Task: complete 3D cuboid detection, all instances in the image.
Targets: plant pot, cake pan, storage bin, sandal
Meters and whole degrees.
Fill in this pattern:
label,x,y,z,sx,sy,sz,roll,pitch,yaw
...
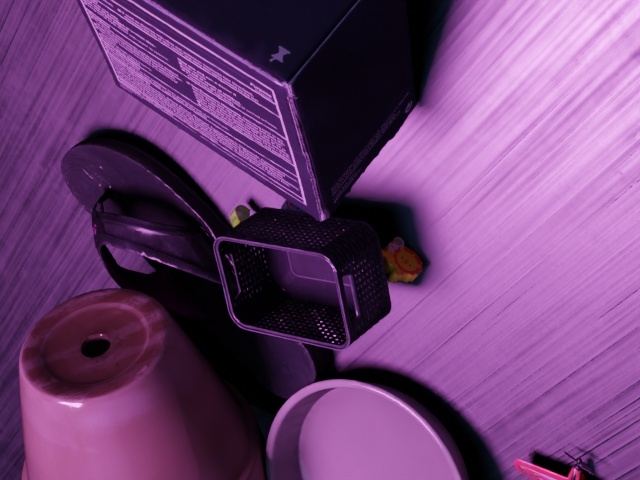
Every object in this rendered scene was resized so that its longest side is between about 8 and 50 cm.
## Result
label,x,y,z,sx,sy,sz,roll,pitch,yaw
plant pot,-0.250,0.222,1.768,0.323,0.323,0.280,19,141,32
cake pan,0.065,0.303,1.749,0.293,0.054,0.293,12,112,31
storage bin,-0.020,0.041,1.581,0.180,0.084,0.122,9,121,38
sandal,-0.177,0.037,1.775,0.446,0.107,0.167,43,139,8

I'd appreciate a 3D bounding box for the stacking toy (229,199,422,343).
label,x,y,z,sx,sy,sz,roll,pitch,yaw
stacking toy,0.000,0.000,1.638,0.221,0.052,0.167,47,138,7

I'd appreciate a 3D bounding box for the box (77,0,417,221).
label,x,y,z,sx,sy,sz,roll,pitch,yaw
box,-0.074,-0.213,1.364,0.296,0.183,0.294,34,166,18

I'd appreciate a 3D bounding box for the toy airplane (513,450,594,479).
label,x,y,z,sx,sy,sz,roll,pitch,yaw
toy airplane,0.291,0.303,1.611,0.151,0.028,0.151,25,133,29
